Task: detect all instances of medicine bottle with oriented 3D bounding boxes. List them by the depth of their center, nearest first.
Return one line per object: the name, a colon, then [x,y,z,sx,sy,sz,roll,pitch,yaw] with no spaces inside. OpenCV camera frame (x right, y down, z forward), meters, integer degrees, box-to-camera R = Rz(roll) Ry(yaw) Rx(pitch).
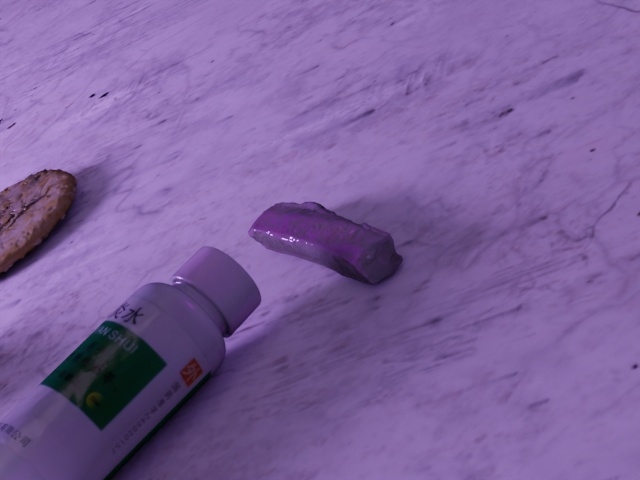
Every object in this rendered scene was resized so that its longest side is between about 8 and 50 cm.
medicine bottle: [-0.155,0.114,1.209,0.260,0.095,0.095,-44,27,-24]

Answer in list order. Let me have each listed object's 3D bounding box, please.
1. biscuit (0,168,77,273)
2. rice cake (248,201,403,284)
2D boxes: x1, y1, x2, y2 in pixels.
biscuit: [-0.367,-0.009,1.753,0.220,0.033,0.220,-28,26,15]
rice cake: [0.000,0.000,1.292,0.047,0.036,0.207,-32,23,-19]
